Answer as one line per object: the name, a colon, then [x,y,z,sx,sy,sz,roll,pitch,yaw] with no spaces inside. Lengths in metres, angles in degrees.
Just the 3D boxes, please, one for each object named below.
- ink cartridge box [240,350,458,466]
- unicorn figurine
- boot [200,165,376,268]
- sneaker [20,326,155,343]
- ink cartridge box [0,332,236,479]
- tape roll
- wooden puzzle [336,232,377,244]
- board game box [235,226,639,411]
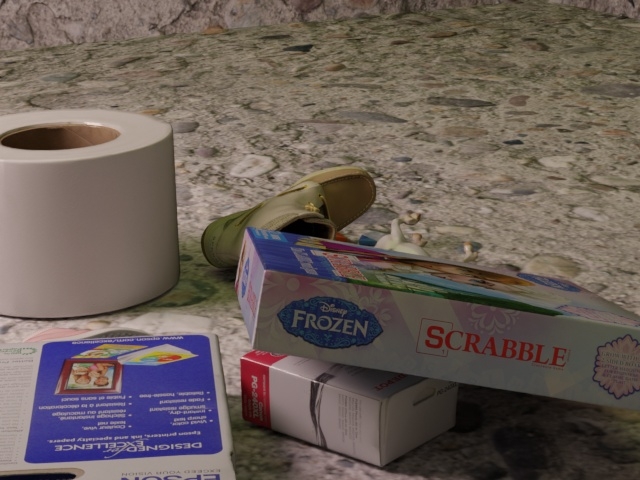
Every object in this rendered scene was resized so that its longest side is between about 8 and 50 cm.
ink cartridge box: [0.025,0.125,1.201,0.150,0.063,0.109,14,22,37]
unicorn figurine: [0.091,0.020,1.531,0.162,0.060,0.111,16,34,29]
boot: [-0.009,-0.018,1.566,0.213,0.077,0.165,-23,13,-19]
sneaker: [-0.211,0.100,1.315,0.134,0.051,0.070,-2,7,-22]
ink cartridge box: [-0.221,0.158,1.116,0.304,0.072,0.307,-2,19,-6]
tape roll: [-0.275,-0.035,1.555,0.246,0.169,0.246,-2,18,1]
wooden puzzle: [0.000,0.000,1.685,0.116,0.014,0.078,-9,19,-25]
board game box: [0.094,0.058,1.208,0.318,0.066,0.318,10,5,-7]
